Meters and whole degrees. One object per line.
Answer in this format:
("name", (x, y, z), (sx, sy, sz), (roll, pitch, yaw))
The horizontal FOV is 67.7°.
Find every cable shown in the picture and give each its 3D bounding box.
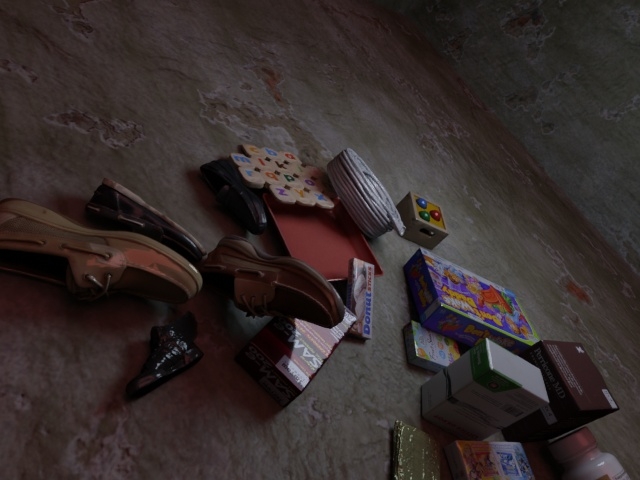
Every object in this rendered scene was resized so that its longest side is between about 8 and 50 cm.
("cable", (0.117, -0.129, 1.299), (0.257, 0.089, 0.257), (47, 19, -24))

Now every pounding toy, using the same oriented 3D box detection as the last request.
("pounding toy", (0.331, -0.083, 1.483), (0.181, 0.094, 0.206), (22, 41, -21))

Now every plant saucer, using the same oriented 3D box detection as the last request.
("plant saucer", (0.000, 0.000, 1.164), (0.259, 0.047, 0.259), (-2, 53, -41))

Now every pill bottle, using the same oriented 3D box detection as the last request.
("pill bottle", (0.620, 0.546, 1.061), (0.131, 0.131, 0.229), (-1, 52, -40))

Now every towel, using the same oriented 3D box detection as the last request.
("towel", (0.181, 0.425, 0.905), (0.110, 0.027, 0.148), (30, 37, -14))

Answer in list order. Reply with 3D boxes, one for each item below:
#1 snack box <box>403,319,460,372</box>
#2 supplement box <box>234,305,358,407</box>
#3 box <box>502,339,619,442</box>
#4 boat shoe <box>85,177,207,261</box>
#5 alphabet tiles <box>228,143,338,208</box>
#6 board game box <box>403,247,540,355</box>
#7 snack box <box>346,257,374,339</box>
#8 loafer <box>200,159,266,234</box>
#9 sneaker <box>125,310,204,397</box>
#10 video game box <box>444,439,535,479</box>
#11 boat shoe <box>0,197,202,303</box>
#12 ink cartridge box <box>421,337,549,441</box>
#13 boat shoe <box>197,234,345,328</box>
("snack box", (0.268, 0.259, 1.133), (0.141, 0.037, 0.100), (23, 39, -21))
("supplement box", (-0.038, 0.187, 0.924), (0.130, 0.073, 0.239), (43, 39, 4))
("box", (0.526, 0.355, 1.117), (0.167, 0.203, 0.168), (11, 45, -31))
("boat shoe", (-0.327, -0.022, 0.909), (0.233, 0.084, 0.079), (35, 73, -17))
("alphabet tiles", (-0.090, -0.165, 1.233), (0.284, 0.021, 0.278), (3, 36, -35))
("board game box", (0.402, 0.178, 1.264), (0.347, 0.078, 0.233), (24, 30, -19))
("snack box", (0.089, 0.131, 1.079), (0.064, 0.022, 0.178), (22, 60, -31))
("loafer", (-0.199, -0.096, 1.078), (0.078, 0.076, 0.223), (-14, 57, -41))
("sneaker", (-0.256, 0.179, 0.772), (0.089, 0.051, 0.170), (50, 34, 13))
("video game box", (0.361, 0.504, 0.958), (0.205, 0.048, 0.187), (15, 46, -29))
("boat shoe", (-0.366, 0.047, 0.766), (0.341, 0.121, 0.110), (19, 46, -10))
("ink cartridge box", (0.331, 0.317, 0.990), (0.153, 0.208, 0.086), (31, 35, -12))
("boat shoe", (-0.100, 0.093, 0.863), (0.325, 0.123, 0.116), (18, 48, 38))
